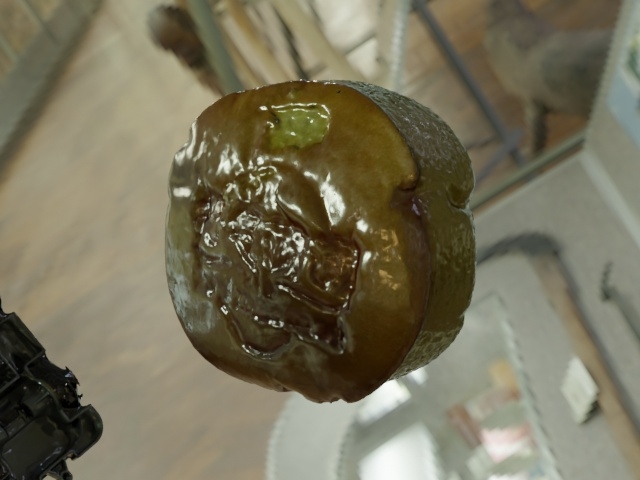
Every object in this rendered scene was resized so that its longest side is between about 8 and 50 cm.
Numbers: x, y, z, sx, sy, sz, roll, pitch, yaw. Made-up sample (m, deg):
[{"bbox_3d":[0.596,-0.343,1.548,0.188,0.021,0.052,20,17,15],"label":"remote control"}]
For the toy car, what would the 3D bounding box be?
[{"bbox_3d":[-0.243,0.101,1.202,0.097,0.191,0.100,-41,3,-33],"label":"toy car"}]

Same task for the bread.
[{"bbox_3d":[0.000,0.000,1.390,0.270,0.270,0.148,-23,-10,36],"label":"bread"}]
